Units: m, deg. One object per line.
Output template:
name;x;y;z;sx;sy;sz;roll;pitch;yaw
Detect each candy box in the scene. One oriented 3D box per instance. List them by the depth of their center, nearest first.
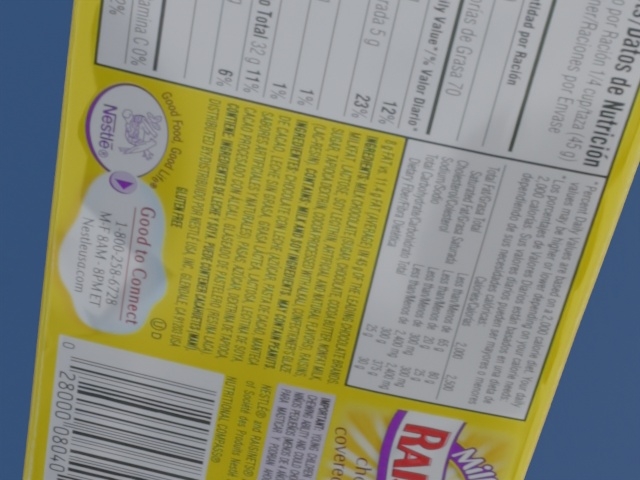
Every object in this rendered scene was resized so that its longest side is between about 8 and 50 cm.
candy box;0.000;0.000;0.375;0.105;0.206;0.027;12;-140;-2
